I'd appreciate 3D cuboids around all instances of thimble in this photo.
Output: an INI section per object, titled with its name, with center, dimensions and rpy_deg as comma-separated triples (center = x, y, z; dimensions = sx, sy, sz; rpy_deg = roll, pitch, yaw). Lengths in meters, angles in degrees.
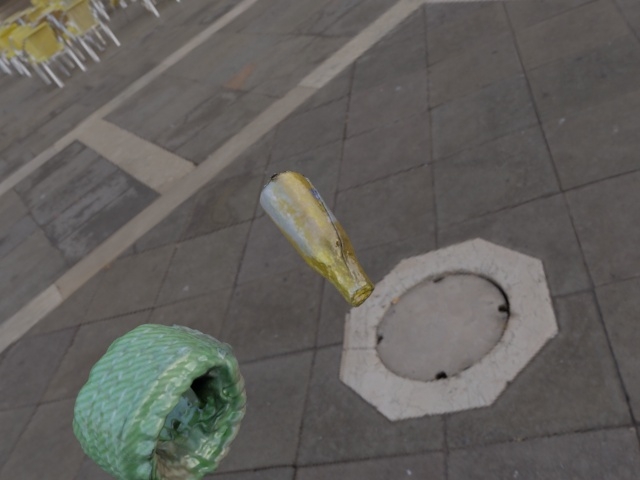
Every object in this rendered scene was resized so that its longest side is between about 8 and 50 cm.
[thimble]
center = -0.206, 0.224, 0.866
dimensions = 0.150, 0.219, 0.219
rpy_deg = 17, 55, 31

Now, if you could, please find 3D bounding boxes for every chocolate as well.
[chocolate]
center = 0.000, 0.000, 0.878
dimensions = 0.085, 0.086, 0.219
rpy_deg = -35, 61, -4
